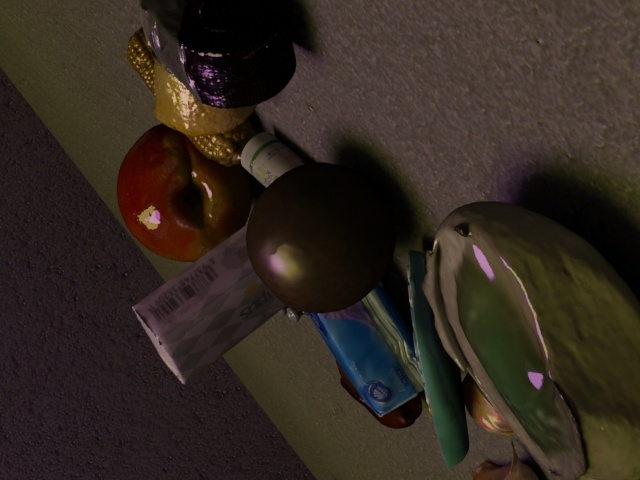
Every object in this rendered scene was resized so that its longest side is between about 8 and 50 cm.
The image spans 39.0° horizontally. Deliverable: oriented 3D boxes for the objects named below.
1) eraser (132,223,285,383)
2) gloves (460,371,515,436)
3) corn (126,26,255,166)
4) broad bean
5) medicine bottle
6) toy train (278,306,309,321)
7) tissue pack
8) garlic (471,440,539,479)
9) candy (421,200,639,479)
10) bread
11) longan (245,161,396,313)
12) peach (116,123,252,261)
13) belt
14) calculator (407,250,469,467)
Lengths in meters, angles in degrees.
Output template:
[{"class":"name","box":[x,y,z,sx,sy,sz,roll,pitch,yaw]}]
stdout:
[{"class":"eraser","box":[-0.167,0.095,1.817,0.082,0.397,0.213,40,158,34]},{"class":"gloves","box":[0.292,0.259,1.490,0.145,0.126,0.241,38,150,29]},{"class":"corn","box":[-0.255,-0.285,1.782,0.363,0.120,0.120,50,161,18]},{"class":"broad bean","box":[0.124,0.309,1.957,0.228,0.122,0.156,43,174,38]},{"class":"medicine bottle","box":[-0.059,-0.117,1.669,0.183,0.086,0.086,42,158,28]},{"class":"toy train","box":[-0.062,0.109,2.082,0.219,0.089,0.127,13,127,63]},{"class":"tissue pack","box":[0.079,0.168,1.719,0.263,0.146,0.198,60,176,-18]},{"class":"garlic","box":[0.361,0.495,1.765,0.245,0.146,0.164,108,153,-65]},{"class":"candy","box":[0.290,0.137,1.164,0.386,0.186,0.427,55,165,18]},{"class":"bread","box":[-0.205,-0.277,1.579,0.197,0.197,0.170,39,150,33]},{"class":"longan","box":[0.000,0.000,1.493,0.258,0.258,0.258,45,160,22]},{"class":"peach","box":[-0.291,-0.104,1.949,0.307,0.308,0.332,56,177,-10]},{"class":"belt","box":[-0.161,-0.320,1.407,0.289,0.184,0.164,46,165,34]},{"class":"calculator","box":[0.191,0.191,1.497,0.256,0.055,0.386,-89,-17,-45]}]
